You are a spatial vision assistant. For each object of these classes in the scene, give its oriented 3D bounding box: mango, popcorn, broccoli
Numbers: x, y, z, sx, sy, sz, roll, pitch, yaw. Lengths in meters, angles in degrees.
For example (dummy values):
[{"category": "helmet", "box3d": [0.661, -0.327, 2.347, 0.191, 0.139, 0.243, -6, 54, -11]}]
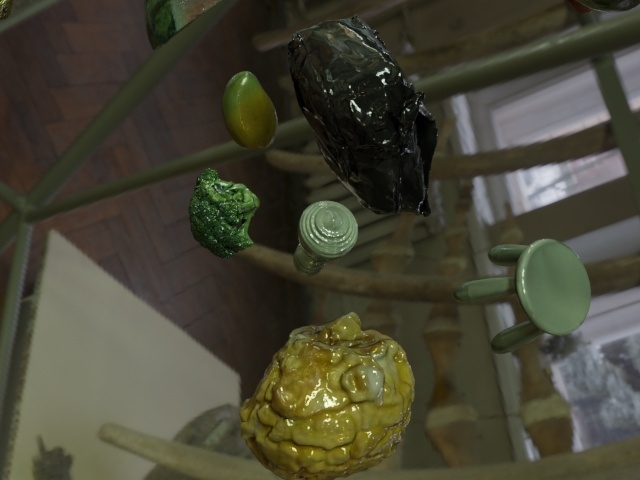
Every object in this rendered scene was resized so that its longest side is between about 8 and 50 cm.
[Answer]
[{"category": "mango", "box3d": [-0.168, -0.305, 2.237, 0.092, 0.130, 0.195, -131, -148, -60]}, {"category": "popcorn", "box3d": [0.027, 0.363, 2.063, 0.354, 0.390, 0.344, 33, 0, -14]}, {"category": "broccoli", "box3d": [-0.218, -0.057, 2.065, 0.195, 0.156, 0.195, 42, -23, 22]}]

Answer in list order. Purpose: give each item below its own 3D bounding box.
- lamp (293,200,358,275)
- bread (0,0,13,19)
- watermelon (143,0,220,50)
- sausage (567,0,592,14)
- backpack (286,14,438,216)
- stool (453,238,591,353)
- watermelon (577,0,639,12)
[{"category": "lamp", "box3d": [0.000, 0.000, 1.687, 0.193, 0.106, 0.106, 126, -47, -63]}, {"category": "bread", "box3d": [-0.451, -0.257, 1.100, 0.049, 0.088, 0.226, 39, 52, 8]}, {"category": "watermelon", "box3d": [-0.308, -0.564, 2.194, 0.213, 0.201, 0.262, -160, -102, -70]}, {"category": "sausage", "box3d": [0.478, -0.431, 1.523, 0.065, 0.169, 0.065, 52, -13, 17]}, {"category": "backpack", "box3d": [0.108, -0.243, 2.001, 0.363, 0.255, 0.446, -117, -174, -47]}, {"category": "stool", "box3d": [0.423, 0.109, 1.946, 0.195, 0.198, 0.195, -43, 100, -30]}, {"category": "watermelon", "box3d": [0.376, -0.427, 1.290, 0.204, 0.127, 0.232, 6, -73, 65]}]
